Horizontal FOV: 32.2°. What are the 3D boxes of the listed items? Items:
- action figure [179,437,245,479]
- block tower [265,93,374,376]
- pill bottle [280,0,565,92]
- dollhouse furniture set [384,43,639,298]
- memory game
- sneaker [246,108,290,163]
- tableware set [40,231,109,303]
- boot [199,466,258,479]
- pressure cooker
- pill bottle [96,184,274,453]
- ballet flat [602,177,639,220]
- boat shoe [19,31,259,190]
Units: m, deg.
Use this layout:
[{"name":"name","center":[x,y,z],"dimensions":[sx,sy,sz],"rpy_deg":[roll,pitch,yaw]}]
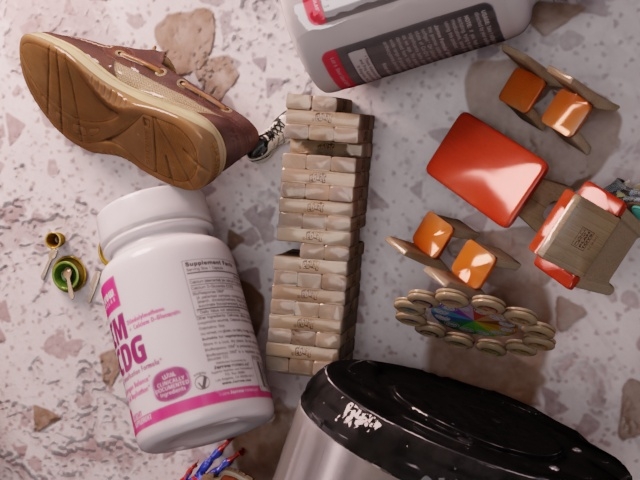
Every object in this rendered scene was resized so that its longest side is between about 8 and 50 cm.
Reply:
[{"name":"action figure","center":[-0.146,0.293,1.391],"dimensions":[0.038,0.030,0.115],"rpy_deg":[46,105,3]},{"name":"block tower","center":[0.000,0.000,1.300],"dimensions":[0.091,0.097,0.335],"rpy_deg":[6,96,14]},{"name":"pill bottle","center":[0.126,-0.286,1.206],"dimensions":[0.319,0.176,0.176],"rpy_deg":[-15,90,14]},{"name":"dollhouse furniture set","center":[0.206,-0.054,1.164],"dimensions":[0.259,0.135,0.262],"rpy_deg":[41,104,47]},{"name":"memory game","center":[0.170,0.094,1.229],"dimensions":[0.186,0.186,0.012],"rpy_deg":[11,69,13]},{"name":"sneaker","center":[-0.057,-0.124,1.334],"dimensions":[0.032,0.037,0.083],"rpy_deg":[43,101,9]},{"name":"tableware set","center":[-0.283,0.034,1.407],"dimensions":[0.154,0.024,0.104],"rpy_deg":[24,99,11]},{"name":"boot","center":[-0.111,0.314,1.291],"dimensions":[0.059,0.158,0.084],"rpy_deg":[34,59,-13]},{"name":"pressure cooker","center":[0.093,0.371,1.158],"dimensions":[0.370,0.375,0.420],"rpy_deg":[19,96,12]},{"name":"pill bottle","center":[-0.165,0.090,1.288],"dimensions":[0.160,0.160,0.283],"rpy_deg":[-22,72,14]},{"name":"ballet flat","center":[0.354,-0.035,1.174],"dimensions":[0.070,0.188,0.070],"rpy_deg":[-4,104,-19]},{"name":"boat shoe","center":[-0.221,-0.172,1.338],"dimensions":[0.342,0.123,0.123],"rpy_deg":[26,130,29]}]
